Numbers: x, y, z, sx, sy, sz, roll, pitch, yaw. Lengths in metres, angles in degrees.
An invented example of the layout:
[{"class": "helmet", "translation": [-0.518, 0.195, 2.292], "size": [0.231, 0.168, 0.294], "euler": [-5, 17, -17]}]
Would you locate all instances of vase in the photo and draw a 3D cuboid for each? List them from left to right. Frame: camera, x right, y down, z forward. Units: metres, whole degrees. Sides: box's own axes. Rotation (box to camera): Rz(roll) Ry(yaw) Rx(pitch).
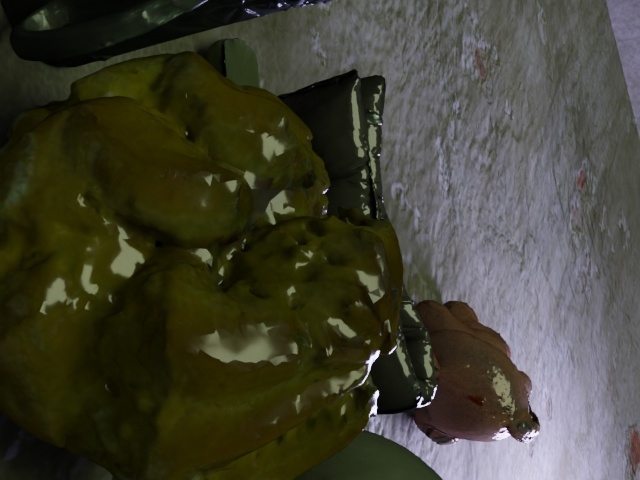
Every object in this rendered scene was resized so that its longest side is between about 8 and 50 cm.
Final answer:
[{"class": "vase", "translation": [-0.120, -0.223, 1.209], "size": [0.251, 0.301, 0.156], "euler": [-57, 134, -43]}]

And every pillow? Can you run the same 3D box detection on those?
[{"class": "pillow", "translation": [-0.027, 0.015, 1.398], "size": [0.101, 0.228, 0.326], "euler": [-29, 109, -71]}]

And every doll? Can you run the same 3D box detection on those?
[{"class": "doll", "translation": [0.182, 0.179, 1.967], "size": [0.201, 0.156, 0.303], "euler": [36, 12, -3]}]

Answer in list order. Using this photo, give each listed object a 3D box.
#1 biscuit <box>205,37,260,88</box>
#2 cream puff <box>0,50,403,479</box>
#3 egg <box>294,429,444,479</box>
[{"class": "biscuit", "translation": [-0.081, -0.049, 1.532], "size": [0.099, 0.038, 0.322], "euler": [9, 74, -68]}, {"class": "cream puff", "translation": [-0.084, 0.030, 1.167], "size": [0.378, 0.275, 0.378], "euler": [11, 76, -52]}, {"class": "egg", "translation": [0.027, 0.315, 1.358], "size": [0.258, 0.258, 0.352], "euler": [65, -2, -34]}]
